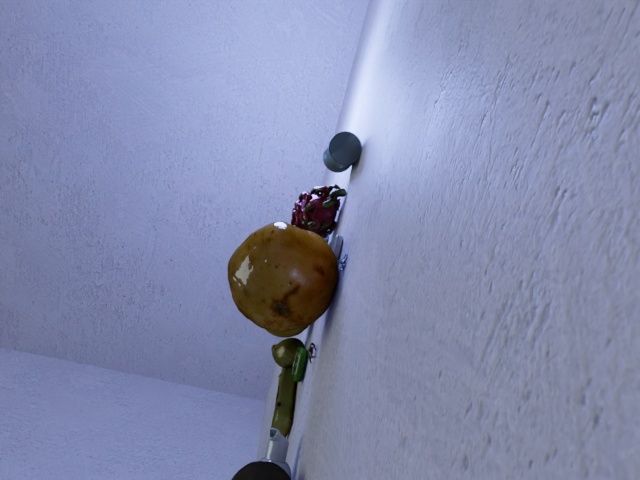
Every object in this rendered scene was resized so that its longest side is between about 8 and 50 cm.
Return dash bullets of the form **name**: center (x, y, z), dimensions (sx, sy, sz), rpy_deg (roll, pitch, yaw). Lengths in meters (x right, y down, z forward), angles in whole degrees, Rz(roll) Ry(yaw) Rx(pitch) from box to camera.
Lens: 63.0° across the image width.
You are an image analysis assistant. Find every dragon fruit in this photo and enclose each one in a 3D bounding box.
- **dragon fruit**: center (-0.015, -0.133, 2.171), dimensions (0.218, 0.198, 0.273), rpy_deg (-69, -3, -58)

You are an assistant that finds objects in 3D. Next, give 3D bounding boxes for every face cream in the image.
- **face cream**: center (-0.165, 0.807, 1.698), dimensions (0.145, 0.145, 0.370), rpy_deg (118, 166, -71)

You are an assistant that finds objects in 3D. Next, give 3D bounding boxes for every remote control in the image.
- **remote control**: center (0.050, 0.035, 1.934), dimensions (0.190, 0.029, 0.088), rpy_deg (125, 157, -77)

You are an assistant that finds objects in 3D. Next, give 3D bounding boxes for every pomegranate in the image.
- **pomegranate**: center (-0.132, 0.113, 1.803), dimensions (0.410, 0.410, 0.410), rpy_deg (-167, 90, -85)

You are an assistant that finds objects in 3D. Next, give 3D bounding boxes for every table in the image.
- **table**: center (0.081, -0.338, 2.025), dimensions (0.220, 0.126, 0.126), rpy_deg (-175, 98, -84)

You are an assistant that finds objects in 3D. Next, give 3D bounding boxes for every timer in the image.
- **timer**: center (-0.083, 0.503, 2.121), dimensions (0.128, 0.047, 0.140), rpy_deg (133, 150, -77)

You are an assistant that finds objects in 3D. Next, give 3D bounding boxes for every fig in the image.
- **fig**: center (-0.138, 0.493, 2.299), dimensions (0.121, 0.153, 0.136), rpy_deg (62, -169, 1)

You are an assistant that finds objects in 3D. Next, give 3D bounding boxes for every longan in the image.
- **longan**: center (-0.173, 0.766, 1.505), dimensions (0.248, 0.248, 0.248), rpy_deg (-167, 90, -85)

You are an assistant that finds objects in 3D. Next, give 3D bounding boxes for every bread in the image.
- **bread**: center (-0.153, 0.678, 2.262), dimensions (0.361, 0.077, 0.138), rpy_deg (-85, 10, -58)

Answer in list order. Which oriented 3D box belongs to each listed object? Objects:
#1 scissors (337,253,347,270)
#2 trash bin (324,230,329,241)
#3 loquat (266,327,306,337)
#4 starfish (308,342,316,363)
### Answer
- **scissors**: center (0.070, 0.070, 1.711), dimensions (0.119, 0.014, 0.058), rpy_deg (-179, 104, -82)
- **trash bin**: center (0.000, 0.000, 2.431), dimensions (0.116, 0.059, 0.130), rpy_deg (-80, 4, -50)
- **loquat**: center (-0.157, 0.272, 2.247), dimensions (0.275, 0.274, 0.275), rpy_deg (-167, 90, -85)
- **starfish**: center (-0.031, 0.404, 1.894), dimensions (0.091, 0.028, 0.078), rpy_deg (102, 176, -55)
